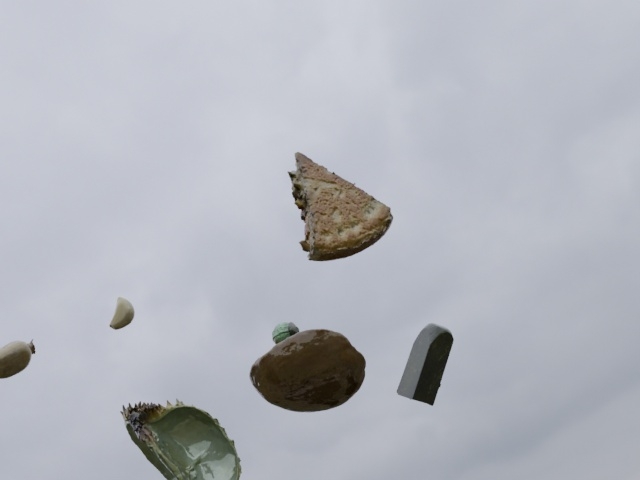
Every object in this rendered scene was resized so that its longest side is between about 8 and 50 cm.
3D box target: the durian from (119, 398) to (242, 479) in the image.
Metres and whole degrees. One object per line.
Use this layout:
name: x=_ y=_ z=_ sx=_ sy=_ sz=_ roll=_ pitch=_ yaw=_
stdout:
durian: x=-0.227 y=0.355 z=1.425 sx=0.144 sy=0.252 sz=0.139 roll=-35 pitch=-1 yaw=-2

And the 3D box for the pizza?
pizza: x=0.008 y=-0.057 z=1.376 sx=0.188 sy=0.199 sz=0.062 roll=-21 pitch=-21 yaw=-37

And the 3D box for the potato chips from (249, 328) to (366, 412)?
potato chips: x=-0.023 y=0.248 z=1.515 sx=0.208 sy=0.062 sz=0.195 roll=3 pitch=-55 yaw=-4

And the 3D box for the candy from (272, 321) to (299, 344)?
candy: x=-0.064 y=0.262 z=1.806 sx=0.061 sy=0.202 sz=0.061 roll=-7 pitch=-36 yaw=-5

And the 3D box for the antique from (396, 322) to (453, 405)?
antique: x=0.294 y=0.338 z=2.365 sx=0.080 sy=0.220 sz=0.081 roll=20 pitch=-5 yaw=-29

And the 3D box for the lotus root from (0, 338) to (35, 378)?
lotus root: x=-0.708 y=0.272 z=1.956 sx=0.062 sy=0.073 sz=0.150 roll=-5 pitch=16 yaw=31

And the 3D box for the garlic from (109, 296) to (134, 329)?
garlic: x=-0.464 y=0.172 z=1.998 sx=0.053 sy=0.083 sz=0.041 roll=10 pitch=-34 yaw=7
